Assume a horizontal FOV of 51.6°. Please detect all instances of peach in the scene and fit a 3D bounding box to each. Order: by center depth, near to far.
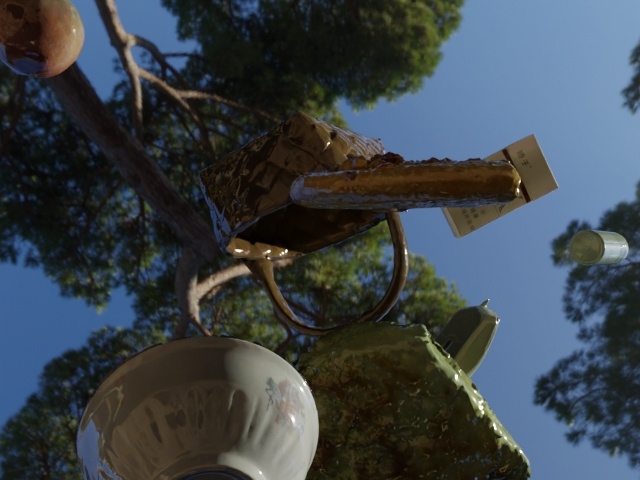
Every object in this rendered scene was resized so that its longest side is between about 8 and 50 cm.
[{"bbox_3d":[-0.255,-0.186,0.593,0.083,0.083,0.083,-2,-123,2],"label":"peach"}]

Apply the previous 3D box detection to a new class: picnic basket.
[{"bbox_3d":[0.000,0.000,1.059,0.293,0.337,0.337,-27,-129,30],"label":"picnic basket"}]

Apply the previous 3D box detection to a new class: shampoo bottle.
[{"bbox_3d":[0.465,0.012,1.079,0.195,0.056,0.056,0,-137,-49],"label":"shampoo bottle"}]

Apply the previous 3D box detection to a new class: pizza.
[{"bbox_3d":[0.076,-0.062,0.689,0.246,0.127,0.058,1,-92,36],"label":"pizza"}]

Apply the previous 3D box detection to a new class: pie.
[{"bbox_3d":[0.079,0.324,0.899,0.395,0.418,0.180,38,-162,-14],"label":"pie"}]

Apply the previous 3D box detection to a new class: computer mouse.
[{"bbox_3d":[0.205,0.164,0.986,0.182,0.056,0.089,-49,-154,-13],"label":"computer mouse"}]

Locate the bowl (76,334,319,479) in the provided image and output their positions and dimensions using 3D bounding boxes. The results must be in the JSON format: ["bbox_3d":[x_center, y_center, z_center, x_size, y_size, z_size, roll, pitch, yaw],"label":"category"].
[{"bbox_3d":[-0.083,0.170,0.481,0.188,0.189,0.086,-17,-158,-7],"label":"bowl"}]

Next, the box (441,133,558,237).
[{"bbox_3d":[0.239,-0.074,0.913,0.154,0.040,0.084,-27,-87,-1],"label":"box"}]
